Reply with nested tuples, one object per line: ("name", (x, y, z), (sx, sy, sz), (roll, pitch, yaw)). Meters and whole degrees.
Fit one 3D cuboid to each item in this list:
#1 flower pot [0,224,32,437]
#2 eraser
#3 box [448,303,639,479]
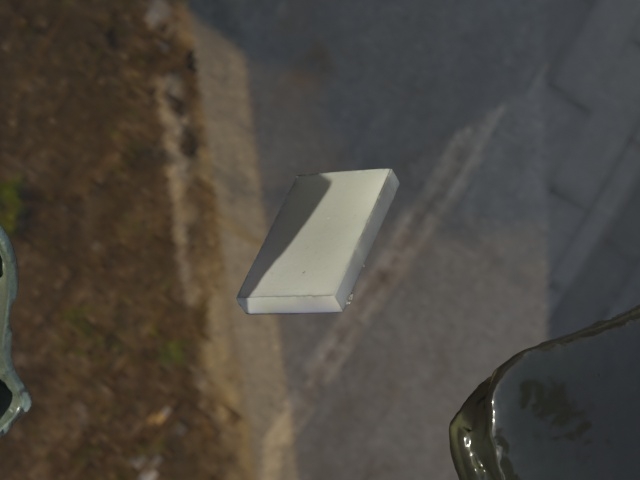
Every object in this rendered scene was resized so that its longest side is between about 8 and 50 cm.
("flower pot", (-0.277, 0.050, 1.336), (0.103, 0.108, 0.229), (-40, 146, -35))
("eraser", (0.000, 0.000, 1.689), (0.023, 0.104, 0.150), (57, 44, -37))
("box", (0.285, 0.205, 1.431), (0.350, 0.091, 0.359), (-21, 98, -22))
